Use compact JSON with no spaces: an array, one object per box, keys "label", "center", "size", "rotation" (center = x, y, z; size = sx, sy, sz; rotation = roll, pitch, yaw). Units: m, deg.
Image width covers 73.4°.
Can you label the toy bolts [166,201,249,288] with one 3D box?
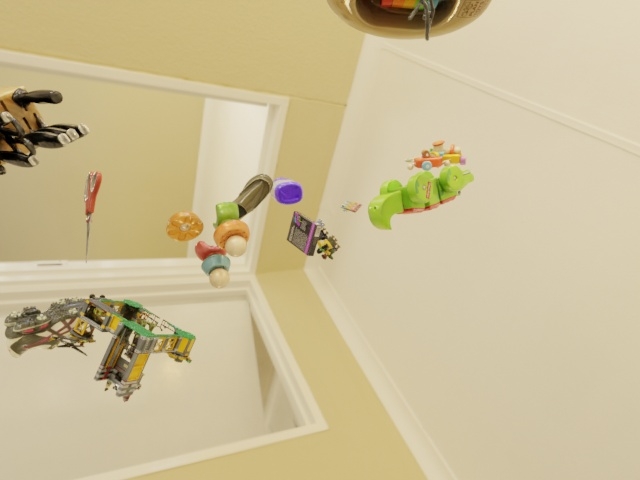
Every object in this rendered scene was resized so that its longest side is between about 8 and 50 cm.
[{"label":"toy bolts","center":[-0.316,0.031,1.224],"size":[0.228,0.218,0.158],"rotation":[107,-34,-44]}]

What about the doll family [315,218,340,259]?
[{"label":"doll family","center":[0.000,0.000,1.828],"size":[0.193,0.111,0.076],"rotation":[50,-16,1]}]

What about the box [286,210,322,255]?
[{"label":"box","center":[-0.061,-0.027,1.537],"size":[0.162,0.029,0.116],"rotation":[34,-68,49]}]

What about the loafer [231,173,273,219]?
[{"label":"loafer","center":[-0.269,-0.141,1.592],"size":[0.251,0.094,0.087],"rotation":[-45,-156,17]}]

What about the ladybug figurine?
[{"label":"ladybug figurine","center":[0.234,-0.680,1.116],"size":[0.305,0.449,0.162],"rotation":[110,-16,-70]}]

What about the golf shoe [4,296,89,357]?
[{"label":"golf shoe","center":[-0.752,0.240,1.232],"size":[0.105,0.273,0.120],"rotation":[24,-72,29]}]

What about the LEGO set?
[{"label":"LEGO set","center":[-0.534,0.300,1.181],"size":[0.192,0.331,0.255],"rotation":[-67,165,-2]}]

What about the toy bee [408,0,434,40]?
[{"label":"toy bee","center":[0.059,-0.410,0.497],"size":[0.195,0.162,0.298],"rotation":[28,69,-72]}]

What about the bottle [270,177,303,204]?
[{"label":"bottle","center":[-0.154,-0.216,1.827],"size":[0.283,0.118,0.092],"rotation":[-135,-140,-71]}]

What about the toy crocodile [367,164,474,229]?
[{"label":"toy crocodile","center":[0.252,-0.113,1.038],"size":[0.115,0.340,0.105],"rotation":[-4,-78,51]}]

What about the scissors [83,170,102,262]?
[{"label":"scissors","center":[-0.705,-0.074,1.306],"size":[0.109,0.021,0.297],"rotation":[-8,-104,42]}]

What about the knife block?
[{"label":"knife block","center":[-0.478,-0.183,0.655],"size":[0.275,0.242,0.088],"rotation":[-122,-163,-53]}]

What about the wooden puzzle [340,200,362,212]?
[{"label":"wooden puzzle","center":[0.093,-0.104,1.313],"size":[0.049,0.083,0.006],"rotation":[20,-57,16]}]

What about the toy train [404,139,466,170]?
[{"label":"toy train","center":[0.236,-0.183,0.908],"size":[0.166,0.125,0.046],"rotation":[-90,176,-73]}]
